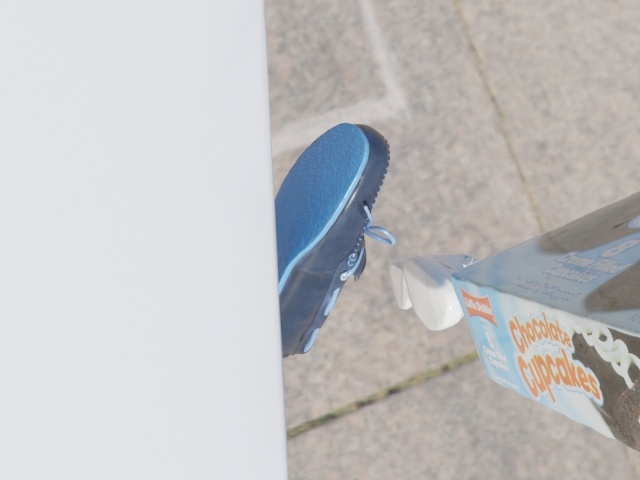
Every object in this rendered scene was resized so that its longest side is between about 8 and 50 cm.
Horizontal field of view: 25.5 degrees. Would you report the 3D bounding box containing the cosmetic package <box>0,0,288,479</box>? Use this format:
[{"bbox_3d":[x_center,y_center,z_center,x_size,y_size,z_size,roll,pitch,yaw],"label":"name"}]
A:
[{"bbox_3d":[-0.128,0.004,0.417,0.138,0.224,0.224,-8,97,-38],"label":"cosmetic package"}]

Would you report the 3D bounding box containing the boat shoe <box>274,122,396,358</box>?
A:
[{"bbox_3d":[0.000,0.000,1.276,0.089,0.258,0.109,9,42,-31],"label":"boat shoe"}]

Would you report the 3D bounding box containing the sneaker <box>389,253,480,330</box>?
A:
[{"bbox_3d":[0.140,0.043,1.552,0.094,0.212,0.080,-13,98,-8],"label":"sneaker"}]

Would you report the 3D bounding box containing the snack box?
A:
[{"bbox_3d":[0.188,0.017,0.521,0.187,0.322,0.060,-22,99,-11],"label":"snack box"}]
